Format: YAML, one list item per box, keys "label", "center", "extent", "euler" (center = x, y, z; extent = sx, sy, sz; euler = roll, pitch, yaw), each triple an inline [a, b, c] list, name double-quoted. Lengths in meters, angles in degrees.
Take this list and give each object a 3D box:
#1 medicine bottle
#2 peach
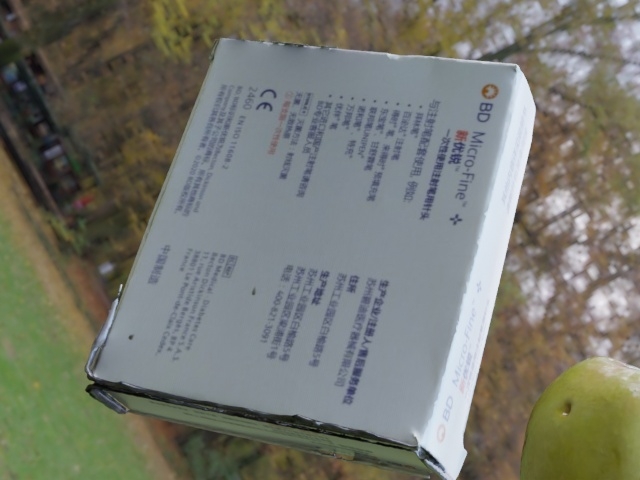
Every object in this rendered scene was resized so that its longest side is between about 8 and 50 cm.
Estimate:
- label: "medicine bottle"
  center: [0.000, 0.000, 0.574]
  extent: [0.171, 0.201, 0.052]
  euler: [7, -26, 20]
- label: "peach"
  center: [0.387, 0.303, 1.459]
  extent: [0.314, 0.281, 0.315]
  euler: [34, 60, -61]
